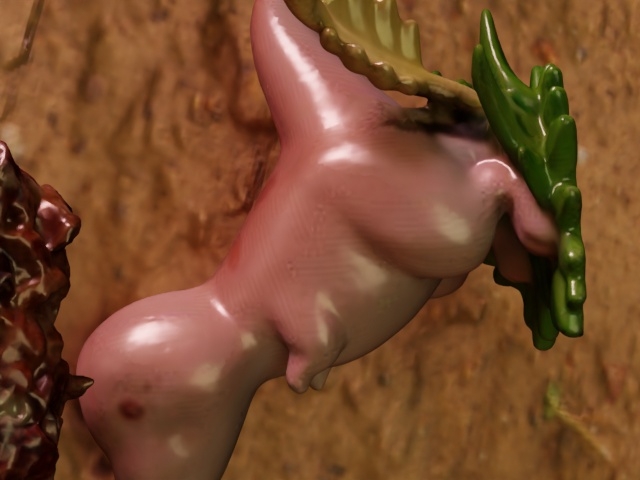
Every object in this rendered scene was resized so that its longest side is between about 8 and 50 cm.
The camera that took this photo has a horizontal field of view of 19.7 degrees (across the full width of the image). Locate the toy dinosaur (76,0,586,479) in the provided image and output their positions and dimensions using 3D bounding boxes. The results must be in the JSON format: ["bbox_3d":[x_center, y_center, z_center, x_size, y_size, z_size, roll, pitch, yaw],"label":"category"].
[{"bbox_3d":[0.000,-0.002,0.675,0.177,0.152,0.194,-2,92,-2],"label":"toy dinosaur"}]

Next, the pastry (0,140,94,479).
[{"bbox_3d":[-0.143,0.070,0.577,0.115,0.097,0.208,17,77,-34],"label":"pastry"}]
